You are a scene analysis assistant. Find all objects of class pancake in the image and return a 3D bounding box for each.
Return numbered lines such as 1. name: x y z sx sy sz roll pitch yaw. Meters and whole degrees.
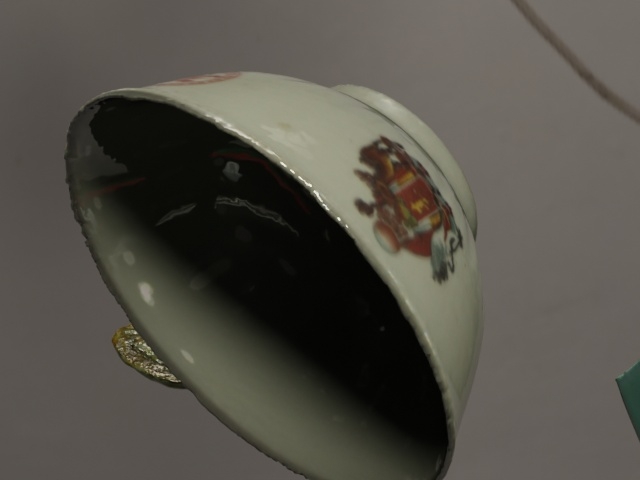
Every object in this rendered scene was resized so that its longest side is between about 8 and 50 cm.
1. pancake: -0.118 0.090 1.605 0.108 0.108 0.017 7 119 -12

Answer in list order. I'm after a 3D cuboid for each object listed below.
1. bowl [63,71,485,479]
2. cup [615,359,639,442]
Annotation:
1. bowl: 0.000 0.000 1.289 0.157 0.337 0.337 -42 128 -29
2. cup: 0.251 0.148 0.991 0.148 0.235 0.134 -32 163 32
